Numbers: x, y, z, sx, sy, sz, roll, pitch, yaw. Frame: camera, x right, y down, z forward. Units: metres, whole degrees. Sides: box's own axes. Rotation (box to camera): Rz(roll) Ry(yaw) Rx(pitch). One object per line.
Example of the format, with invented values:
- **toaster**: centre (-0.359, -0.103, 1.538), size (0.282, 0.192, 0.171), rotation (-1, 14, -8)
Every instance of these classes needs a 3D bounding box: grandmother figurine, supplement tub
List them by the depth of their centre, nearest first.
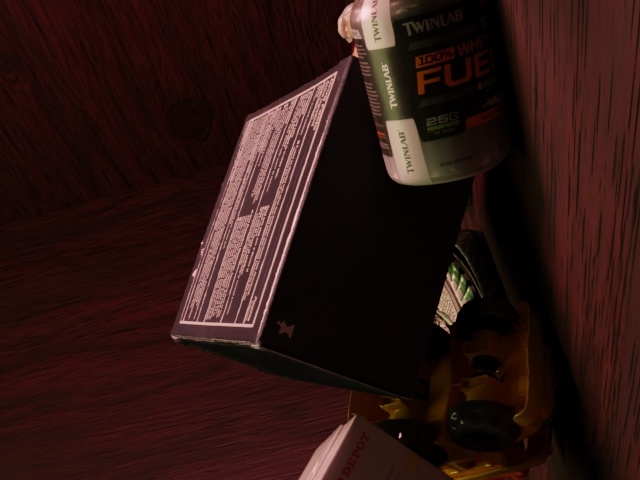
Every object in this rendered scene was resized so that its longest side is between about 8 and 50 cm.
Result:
- **supplement tub**: centre (0.093, -0.153, 0.769), size (0.117, 0.116, 0.191), rotation (-96, -10, -72)
- **grandmother figurine**: centre (0.102, -0.386, 1.850), size (0.343, 0.103, 0.208), rotation (-98, 21, -45)

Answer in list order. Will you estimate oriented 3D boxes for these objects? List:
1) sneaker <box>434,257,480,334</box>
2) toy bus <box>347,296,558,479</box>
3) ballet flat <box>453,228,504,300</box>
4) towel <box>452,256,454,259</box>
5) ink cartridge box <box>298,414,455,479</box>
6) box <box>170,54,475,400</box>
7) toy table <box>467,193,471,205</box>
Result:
- **sneaker**: centre (0.196, 0.176, 1.365), size (0.134, 0.146, 0.344), rotation (58, -162, -81)
- **toy bus**: centre (0.171, 0.184, 0.929), size (0.211, 0.220, 0.150), rotation (40, -135, -29)
- **ballet flat**: centre (0.202, 0.062, 1.130), size (0.057, 0.049, 0.173), rotation (70, -174, -55)
- **towel**: centre (0.220, -0.012, 1.725), size (0.248, 0.038, 0.325), rotation (-61, -44, -85)
- **ink cartridge box**: centre (0.055, 0.278, 0.842), size (0.128, 0.176, 0.127), rotation (-55, 0, -34)
- **box**: centre (0.000, 0.000, 0.962), size (0.294, 0.182, 0.297), rotation (-10, 60, 66)
- **toy table**: centre (0.105, -0.123, 1.263), size (0.274, 0.160, 0.252), rotation (-99, -7, -73)
